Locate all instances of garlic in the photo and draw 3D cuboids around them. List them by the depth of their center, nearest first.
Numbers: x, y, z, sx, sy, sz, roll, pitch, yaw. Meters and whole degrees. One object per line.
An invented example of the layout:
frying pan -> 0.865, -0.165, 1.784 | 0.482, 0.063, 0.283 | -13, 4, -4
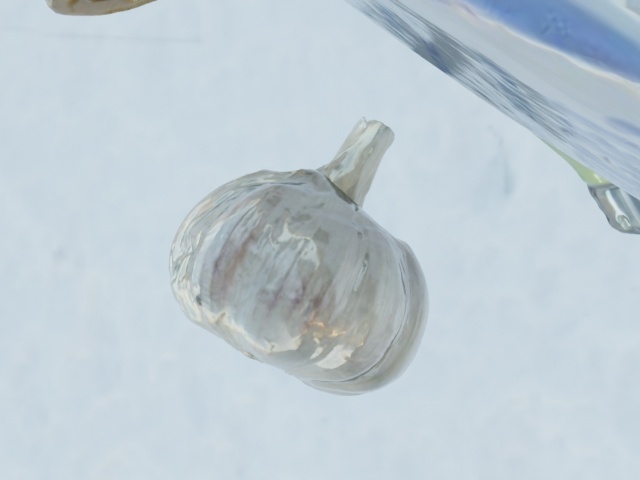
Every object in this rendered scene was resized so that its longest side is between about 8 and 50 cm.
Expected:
garlic -> 0.000, 0.000, 1.320 | 0.218, 0.218, 0.212 | 18, 79, 47

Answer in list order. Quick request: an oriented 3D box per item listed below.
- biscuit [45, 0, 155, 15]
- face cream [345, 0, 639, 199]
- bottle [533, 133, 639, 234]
biscuit -> -0.136, -0.282, 1.015 | 0.381, 0.359, 0.074 | -37, 49, 2
face cream -> -0.003, -0.110, 0.499 | 0.420, 0.235, 0.137 | 36, 92, 13
bottle -> 0.110, -0.123, 0.839 | 0.112, 0.112, 0.260 | -16, 113, 48
